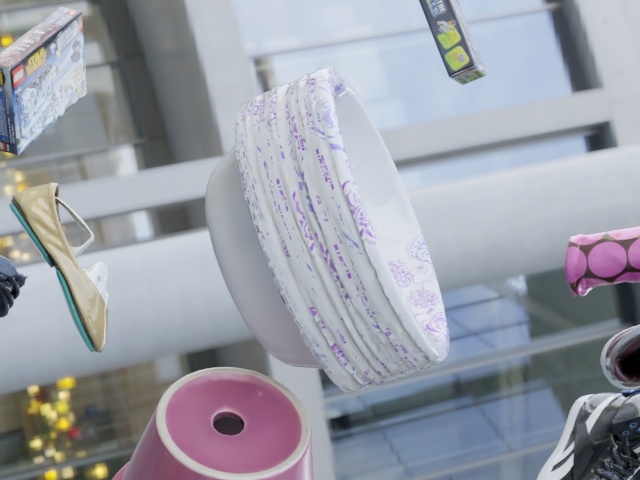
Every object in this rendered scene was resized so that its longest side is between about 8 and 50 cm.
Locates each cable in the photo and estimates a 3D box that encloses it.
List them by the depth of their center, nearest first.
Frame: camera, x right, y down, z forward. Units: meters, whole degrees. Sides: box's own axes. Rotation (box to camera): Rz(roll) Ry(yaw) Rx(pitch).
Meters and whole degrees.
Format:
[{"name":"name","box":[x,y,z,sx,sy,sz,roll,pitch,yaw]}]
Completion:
[{"name":"cable","box":[-0.511,0.048,1.816,0.150,0.184,0.047,-40,-145,40]}]

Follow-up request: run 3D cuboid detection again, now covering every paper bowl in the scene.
[{"name":"paper bowl","box":[0.000,0.000,1.171,0.284,0.148,0.284,60,15,-27]}]

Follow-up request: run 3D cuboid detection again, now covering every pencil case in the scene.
[{"name":"pencil case","box":[0.437,0.026,1.754,0.095,0.209,0.098,-73,149,-47]}]

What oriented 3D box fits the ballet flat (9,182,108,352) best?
[{"name":"ballet flat","box":[-0.301,0.025,1.591,0.232,0.073,0.080,58,-15,14]}]

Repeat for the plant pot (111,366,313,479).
[{"name":"plant pot","box":[-0.086,0.216,1.107,0.201,0.201,0.180,-117,-149,-45]}]

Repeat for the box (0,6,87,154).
[{"name":"box","box":[-0.272,-0.156,1.261,0.137,0.027,0.094,-56,156,-51]}]

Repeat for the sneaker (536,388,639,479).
[{"name":"sneaker","box":[0.299,0.238,1.353,0.121,0.079,0.217,-24,-149,46]}]

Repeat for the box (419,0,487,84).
[{"name":"box","box":[0.144,-0.295,1.584,0.114,0.036,0.207,-6,75,-75]}]

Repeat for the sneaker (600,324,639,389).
[{"name":"sneaker","box":[0.507,0.120,1.731,0.106,0.281,0.162,57,9,7]}]
